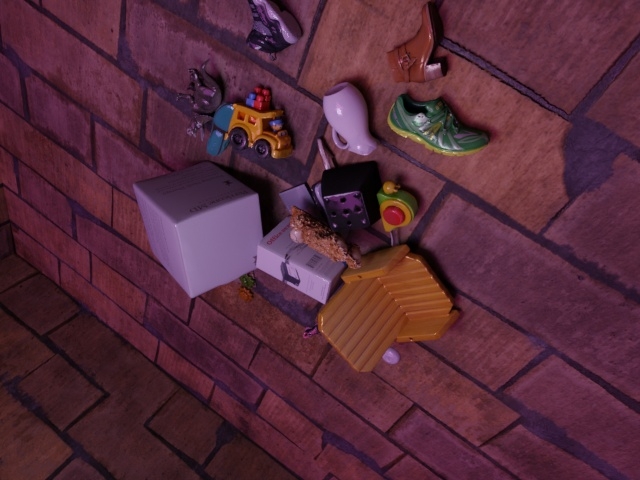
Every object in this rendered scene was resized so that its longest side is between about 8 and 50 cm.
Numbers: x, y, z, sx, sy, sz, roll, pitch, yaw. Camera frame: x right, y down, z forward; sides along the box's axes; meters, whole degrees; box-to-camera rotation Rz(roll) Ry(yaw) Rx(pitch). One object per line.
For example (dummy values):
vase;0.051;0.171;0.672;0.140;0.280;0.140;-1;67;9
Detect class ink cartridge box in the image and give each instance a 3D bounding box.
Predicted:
ink cartridge box;-0.052;0.065;1.758;0.308;0.223;0.128;27;134;17

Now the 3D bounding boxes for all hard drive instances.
hard drive;-0.083;-0.156;1.764;0.135;0.022;0.094;-15;111;40

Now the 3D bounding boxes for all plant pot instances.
plant pot;0.098;-0.127;1.529;0.188;0.167;0.187;-8;118;20

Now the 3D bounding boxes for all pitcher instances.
pitcher;0.074;-0.369;1.451;0.178;0.125;0.207;9;138;48

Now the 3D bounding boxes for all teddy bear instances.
teddy bear;0.000;0.000;1.603;0.338;0.245;0.113;33;94;26

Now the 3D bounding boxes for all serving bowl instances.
serving bowl;0.288;0.482;1.955;0.084;0.027;0.083;18;130;23

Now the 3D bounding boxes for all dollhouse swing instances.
dollhouse swing;0.226;0.257;1.605;0.315;0.305;0.346;-17;118;47

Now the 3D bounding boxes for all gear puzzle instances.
gear puzzle;-0.383;0.151;2.170;0.176;0.044;0.338;12;126;28

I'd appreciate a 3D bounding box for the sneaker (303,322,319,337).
sneaker;-0.034;0.409;2.105;0.119;0.057;0.047;-31;98;42

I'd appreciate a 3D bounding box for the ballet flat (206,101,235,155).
ballet flat;-0.350;-0.418;1.718;0.083;0.087;0.247;32;132;-6

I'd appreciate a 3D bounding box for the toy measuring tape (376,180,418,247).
toy measuring tape;0.271;-0.054;1.541;0.122;0.121;0.329;4;132;32

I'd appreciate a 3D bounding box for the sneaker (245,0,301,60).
sneaker;-0.189;-0.674;1.415;0.153;0.101;0.268;-30;104;41

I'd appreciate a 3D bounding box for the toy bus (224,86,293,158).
toy bus;-0.193;-0.401;1.601;0.221;0.149;0.211;24;115;16

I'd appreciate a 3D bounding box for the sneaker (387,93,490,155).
sneaker;0.325;-0.323;1.307;0.296;0.109;0.123;25;135;18

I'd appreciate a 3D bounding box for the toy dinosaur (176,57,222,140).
toy dinosaur;-0.413;-0.524;1.691;0.160;0.121;0.313;36;131;-8

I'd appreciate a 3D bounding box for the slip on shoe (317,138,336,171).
slip on shoe;0.023;-0.282;1.593;0.041;0.051;0.135;-19;104;-1

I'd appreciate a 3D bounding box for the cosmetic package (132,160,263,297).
cosmetic package;-0.455;-0.059;1.798;0.394;0.330;0.327;34;137;41

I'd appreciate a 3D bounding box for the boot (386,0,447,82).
boot;0.246;-0.516;1.254;0.153;0.073;0.197;5;121;37

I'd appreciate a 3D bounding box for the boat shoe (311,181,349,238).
boat shoe;0.029;-0.108;1.691;0.076;0.080;0.228;14;139;57
